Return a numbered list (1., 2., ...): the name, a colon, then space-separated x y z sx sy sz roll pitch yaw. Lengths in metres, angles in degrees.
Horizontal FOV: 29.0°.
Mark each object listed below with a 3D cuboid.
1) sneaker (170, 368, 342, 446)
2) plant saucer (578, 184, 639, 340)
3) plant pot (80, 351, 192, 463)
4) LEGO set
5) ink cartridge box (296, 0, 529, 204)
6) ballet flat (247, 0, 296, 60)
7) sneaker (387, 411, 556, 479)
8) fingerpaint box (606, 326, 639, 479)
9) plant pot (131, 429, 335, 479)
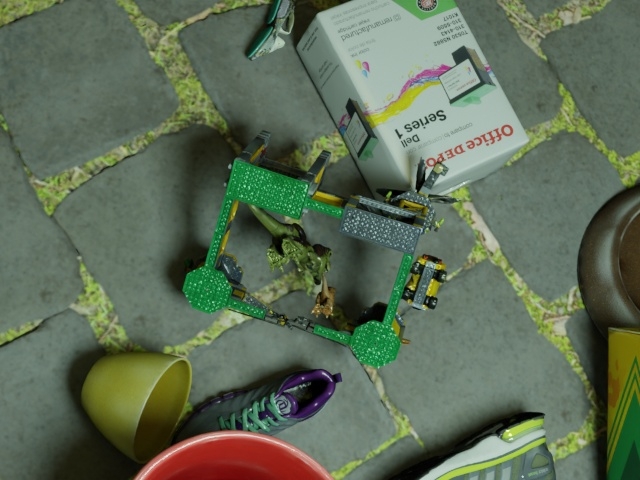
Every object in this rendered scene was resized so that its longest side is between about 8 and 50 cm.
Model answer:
1. sneaker: -0.080 0.211 1.512 0.224 0.098 0.083 -27 83 -22
2. plant saucer: 0.520 0.046 1.731 0.311 0.050 0.310 2 68 -5
3. plant pot: -0.227 0.186 1.471 0.095 0.134 0.134 20 67 16
4. LEGO set: 0.000 0.000 1.565 0.331 0.192 0.255 10 109 7
5. ink cartridge box: 0.125 -0.199 1.687 0.201 0.117 0.278 -25 83 -22
6. ballet flat: -0.062 -0.288 1.704 0.041 0.041 0.114 26 69 -7
7. sneaker: 0.180 0.324 1.552 0.300 0.111 0.121 -24 85 -19
8. fingerpaint box: 0.600 0.297 1.604 0.445 0.163 0.371 0 92 -16
9. plant pot: -0.114 0.359 1.378 0.275 0.243 0.274 4 73 -15
